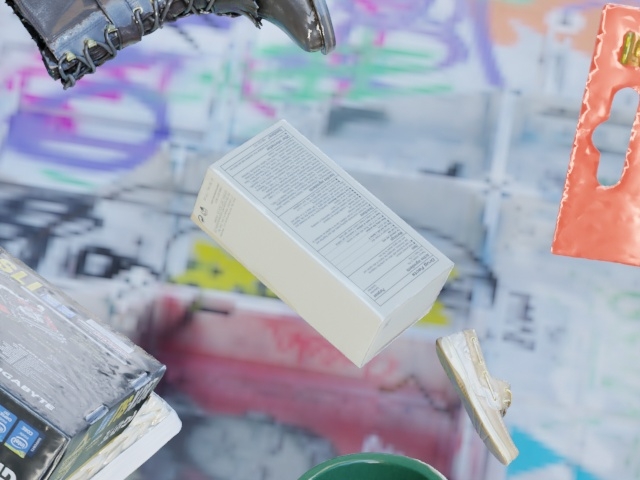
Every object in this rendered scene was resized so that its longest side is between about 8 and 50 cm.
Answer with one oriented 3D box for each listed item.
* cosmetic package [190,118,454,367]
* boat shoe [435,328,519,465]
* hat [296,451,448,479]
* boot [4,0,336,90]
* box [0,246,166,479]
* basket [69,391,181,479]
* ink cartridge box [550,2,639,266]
[{"bbox_3d":[0.000,0.000,2.398,0.160,0.309,0.113,-35,160,-38],"label":"cosmetic package"},{"bbox_3d":[0.195,0.178,2.155,0.170,0.059,0.063,63,-8,16],"label":"boat shoe"},{"bbox_3d":[0.056,0.335,1.898,0.208,0.173,0.183,-30,130,-47],"label":"hat"},{"bbox_3d":[-0.139,-0.200,1.617,0.229,0.263,0.091,-36,152,-17],"label":"boot"},{"bbox_3d":[-0.289,0.052,1.351,0.079,0.322,0.257,-55,177,10],"label":"box"},{"bbox_3d":[-0.221,0.155,1.535,0.103,0.167,0.113,56,-14,-29],"label":"basket"},{"bbox_3d":[0.457,-0.067,1.936,0.091,0.385,0.308,-75,175,-62],"label":"ink cartridge box"}]
